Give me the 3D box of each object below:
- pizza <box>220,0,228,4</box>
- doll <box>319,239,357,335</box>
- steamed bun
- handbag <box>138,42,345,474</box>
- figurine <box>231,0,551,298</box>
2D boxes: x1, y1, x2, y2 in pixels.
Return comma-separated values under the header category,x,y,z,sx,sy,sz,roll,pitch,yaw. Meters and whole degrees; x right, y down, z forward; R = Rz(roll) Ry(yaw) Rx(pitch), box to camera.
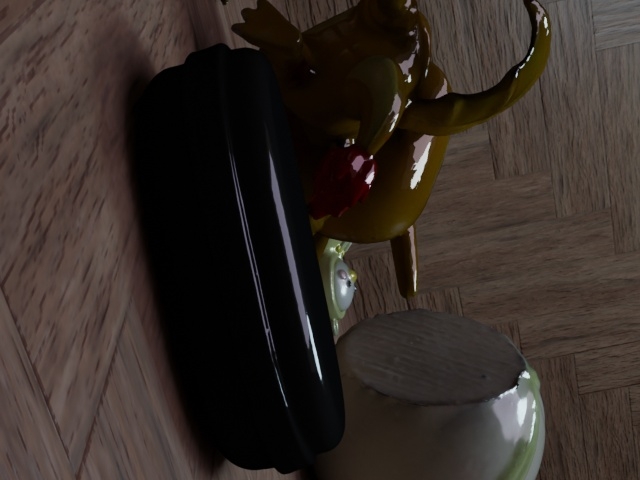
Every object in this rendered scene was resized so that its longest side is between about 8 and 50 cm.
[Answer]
category,x,y,z,sx,sy,sz,roll,pitch,yaw
pizza,-0.118,-0.422,1.283,0.287,0.074,0.251,-95,170,-73
doll,0.012,-0.002,1.563,0.141,0.117,0.296,53,25,-75
steamed bun,0.125,0.258,1.259,0.309,0.310,0.309,-11,90,-86
handbag,-0.053,0.014,0.741,0.254,0.093,0.307,-66,145,-86
figurine,0.030,-0.115,1.150,0.268,0.401,0.387,39,-15,21
